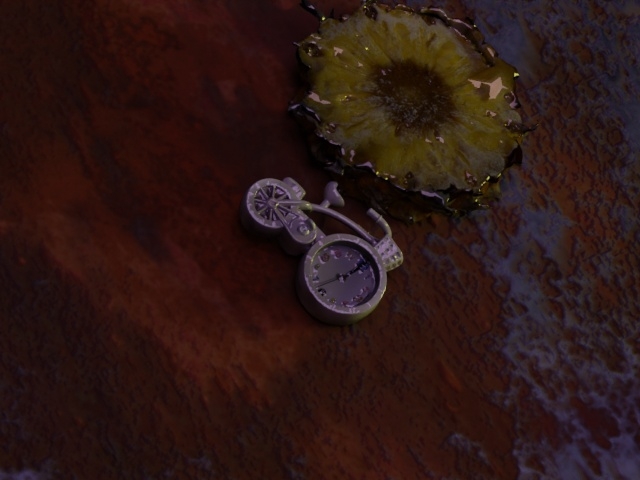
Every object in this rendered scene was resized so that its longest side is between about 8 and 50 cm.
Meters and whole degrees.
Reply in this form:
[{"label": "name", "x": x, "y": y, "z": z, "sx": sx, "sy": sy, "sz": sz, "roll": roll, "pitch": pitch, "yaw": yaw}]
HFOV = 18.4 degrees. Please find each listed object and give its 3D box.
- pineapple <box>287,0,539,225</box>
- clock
[{"label": "pineapple", "x": 0.064, "y": -0.107, "z": 1.547, "sx": 0.221, "sy": 0.047, "sz": 0.221, "roll": 9, "pitch": 58, "yaw": -14}, {"label": "clock", "x": 0.000, "y": 0.000, "z": 1.470, "sx": 0.129, "sy": 0.041, "sz": 0.087, "roll": 45, "pitch": 64, "yaw": 5}]
